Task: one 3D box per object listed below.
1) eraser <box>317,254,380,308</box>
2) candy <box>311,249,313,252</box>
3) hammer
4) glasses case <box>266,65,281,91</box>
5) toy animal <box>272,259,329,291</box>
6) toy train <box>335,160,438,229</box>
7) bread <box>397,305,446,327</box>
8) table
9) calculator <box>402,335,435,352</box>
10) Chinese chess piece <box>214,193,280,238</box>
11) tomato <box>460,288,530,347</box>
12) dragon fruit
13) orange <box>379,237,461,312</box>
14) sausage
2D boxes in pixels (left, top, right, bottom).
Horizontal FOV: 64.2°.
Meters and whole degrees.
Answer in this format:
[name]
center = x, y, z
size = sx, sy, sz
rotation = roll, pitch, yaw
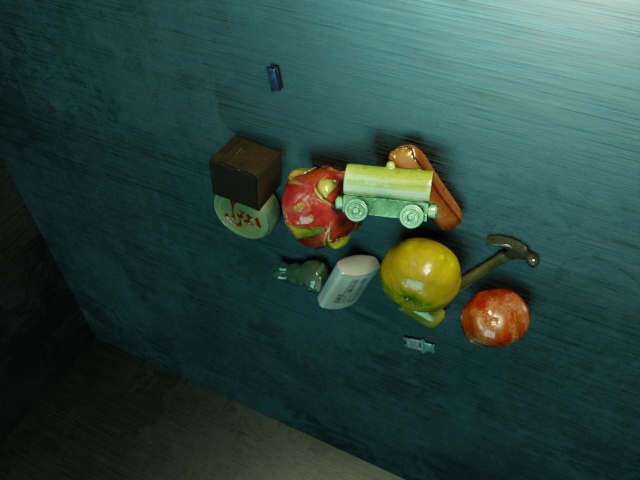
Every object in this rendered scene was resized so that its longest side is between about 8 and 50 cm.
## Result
[eraser]
center = 0.107, 0.166, 2.004
size = 0.270, 0.174, 0.094
rotation = 115, 140, -49
[candy]
center = 0.000, 0.000, 1.985
size = 0.043, 0.045, 0.175
rotation = 48, 139, 5
[hammer]
center = 0.537, 0.124, 1.768
size = 0.168, 0.044, 0.440
rotation = 34, 140, -4
[glasses case]
center = -0.141, -0.500, 1.577
size = 0.034, 0.023, 0.083
rotation = 7, 136, 20
[toy animal]
center = -0.081, 0.136, 2.138
size = 0.251, 0.127, 0.125
rotation = 11, 164, 33
[toy train]
center = 0.197, -0.138, 1.512
size = 0.308, 0.126, 0.189
rotation = 7, 96, 14
[bread]
center = 0.389, 0.272, 1.959
size = 0.173, 0.085, 0.134
rotation = 29, 165, 6
[table]
center = -0.263, -0.244, 1.806
size = 0.193, 0.169, 0.172
rotation = 22, 139, 14
[calculator]
center = 0.423, 0.449, 2.196
size = 0.141, 0.019, 0.094
rotation = 9, 133, 26
[Chinese chess piece]
center = -0.287, -0.126, 1.994
size = 0.273, 0.102, 0.273
rotation = 17, 138, 16
[tomato]
center = 0.592, 0.261, 1.752
size = 0.232, 0.232, 0.188
rotation = -13, 94, 41
[dragon fruit]
center = 0.027, -0.113, 1.679
size = 0.189, 0.290, 0.290
rotation = -13, 123, 33
[orange]
center = 0.342, 0.115, 1.743
size = 0.279, 0.235, 0.279
rotation = 23, 154, 12
[sausage]
center = 0.325, -0.163, 1.568
size = 0.102, 0.102, 0.330
rotation = -18, 121, 43
